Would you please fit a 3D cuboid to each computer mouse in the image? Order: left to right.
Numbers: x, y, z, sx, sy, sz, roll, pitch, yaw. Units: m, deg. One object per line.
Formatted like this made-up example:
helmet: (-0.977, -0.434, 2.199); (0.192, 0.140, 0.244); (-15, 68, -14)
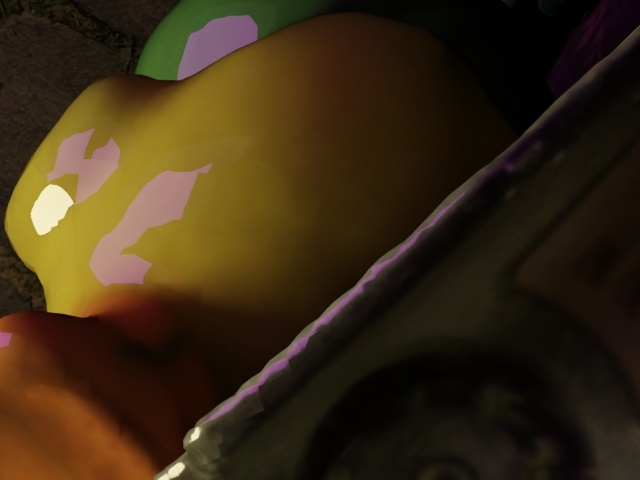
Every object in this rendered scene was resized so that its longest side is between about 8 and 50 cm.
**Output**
computer mouse: (0.099, 0.001, 0.458); (0.389, 0.115, 0.199); (-43, 0, 8)

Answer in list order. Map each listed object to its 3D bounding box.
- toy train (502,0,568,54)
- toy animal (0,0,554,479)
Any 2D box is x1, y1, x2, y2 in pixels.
toy train: (0.071, -0.117, 0.890); (0.227, 0.091, 0.136); (-62, 1, 10)
toy animal: (0.002, -0.002, 0.681); (0.191, 0.216, 0.338); (-35, 20, 35)
